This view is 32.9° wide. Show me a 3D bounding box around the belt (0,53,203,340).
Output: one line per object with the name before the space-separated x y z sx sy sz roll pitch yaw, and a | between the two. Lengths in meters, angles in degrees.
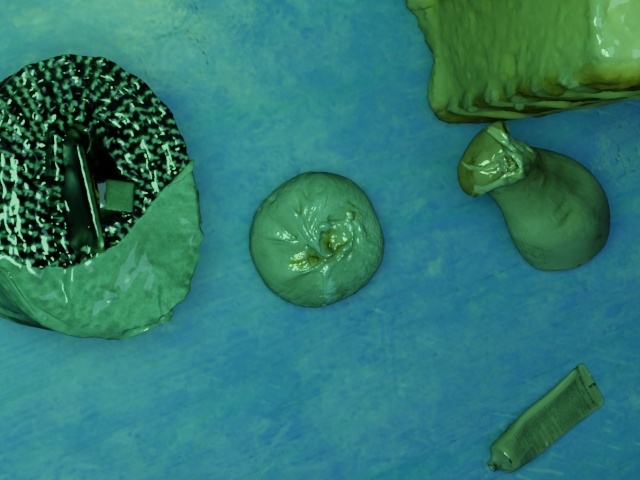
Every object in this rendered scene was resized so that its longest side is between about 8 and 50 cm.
belt | -0.220 -0.034 0.984 0.207 0.150 0.258 -14 96 -27

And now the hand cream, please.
hand cream | 0.249 0.204 1.205 0.165 0.037 0.057 -34 100 -22

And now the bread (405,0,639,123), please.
bread | 0.309 -0.271 1.037 0.389 0.371 0.280 -8 95 -16

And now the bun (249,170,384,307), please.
bun | 0.000 0.000 1.089 0.140 0.083 0.141 -1 94 -19

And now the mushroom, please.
mushroom | 0.231 -0.048 1.132 0.116 0.093 0.225 -50 140 -2
